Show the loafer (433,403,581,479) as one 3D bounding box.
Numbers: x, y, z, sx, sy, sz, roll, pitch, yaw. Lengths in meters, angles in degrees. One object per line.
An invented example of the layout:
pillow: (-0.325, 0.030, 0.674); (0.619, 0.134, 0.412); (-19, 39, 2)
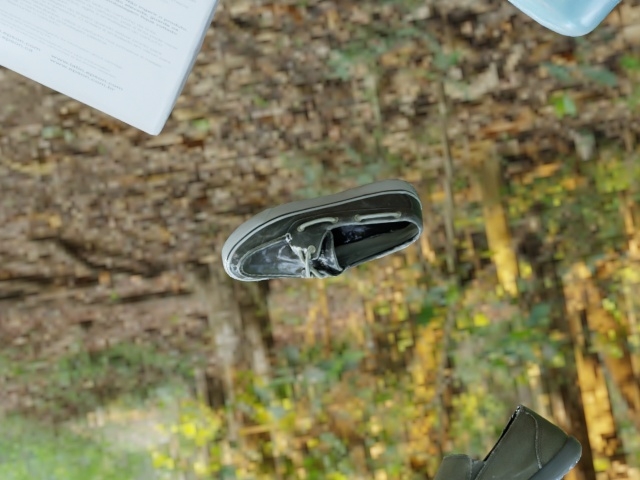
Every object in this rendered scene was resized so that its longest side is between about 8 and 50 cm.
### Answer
loafer: (0.139, 0.254, 1.392); (0.251, 0.087, 0.094); (-37, 172, -16)

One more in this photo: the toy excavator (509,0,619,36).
toy excavator: (0.204, -0.205, 0.948); (0.222, 0.445, 0.433); (-47, 157, 18)

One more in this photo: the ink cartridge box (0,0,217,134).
ink cartridge box: (-0.220, -0.238, 1.014); (0.324, 0.071, 0.330); (25, 149, -7)

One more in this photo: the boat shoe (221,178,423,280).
boat shoe: (0.000, 0.000, 1.471); (0.219, 0.077, 0.070); (-20, -142, 11)
